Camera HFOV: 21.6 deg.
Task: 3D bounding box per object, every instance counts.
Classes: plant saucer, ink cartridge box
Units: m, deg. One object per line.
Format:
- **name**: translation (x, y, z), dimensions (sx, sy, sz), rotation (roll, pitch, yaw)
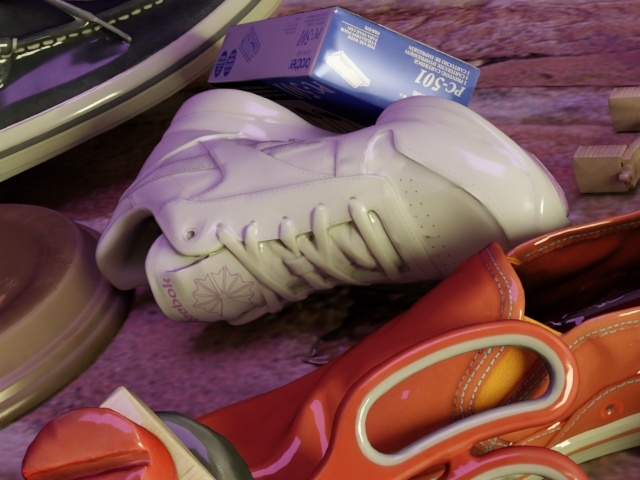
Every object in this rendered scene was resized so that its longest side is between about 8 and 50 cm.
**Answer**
- **plant saucer**: translation (-0.250, 0.051, 1.006), dimensions (0.278, 0.041, 0.278), rotation (-14, 27, 7)
- **ink cartridge box**: translation (0.008, -0.100, 1.026), dimensions (0.097, 0.046, 0.207), rotation (21, -4, -19)

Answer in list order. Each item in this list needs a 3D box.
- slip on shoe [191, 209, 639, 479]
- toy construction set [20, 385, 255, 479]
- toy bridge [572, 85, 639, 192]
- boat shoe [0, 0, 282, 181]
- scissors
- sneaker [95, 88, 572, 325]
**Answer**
- **slip on shoe**: translation (0.072, 0.052, 0.743), dimensions (0.331, 0.101, 0.123), rotation (-19, 28, -1)
- **toy construction set**: translation (-0.090, 0.188, 0.476), dimensions (0.237, 0.257, 0.309), rotation (-25, 4, 11)
- **toy bridge**: translation (0.206, -0.081, 1.010), dimensions (0.063, 0.026, 0.188), rotation (-1, 30, 27)
- **boat shoe**: translation (-0.250, -0.121, 1.188), dimensions (0.500, 0.156, 0.187), rotation (-26, 11, -17)
- **scissors**: translation (-0.027, 0.123, 0.672), dimensions (0.297, 0.109, 0.021), rotation (-20, -3, -2)
- **sneaker**: translation (0.000, 0.000, 0.911), dimensions (0.305, 0.114, 0.152), rotation (6, 47, 46)
